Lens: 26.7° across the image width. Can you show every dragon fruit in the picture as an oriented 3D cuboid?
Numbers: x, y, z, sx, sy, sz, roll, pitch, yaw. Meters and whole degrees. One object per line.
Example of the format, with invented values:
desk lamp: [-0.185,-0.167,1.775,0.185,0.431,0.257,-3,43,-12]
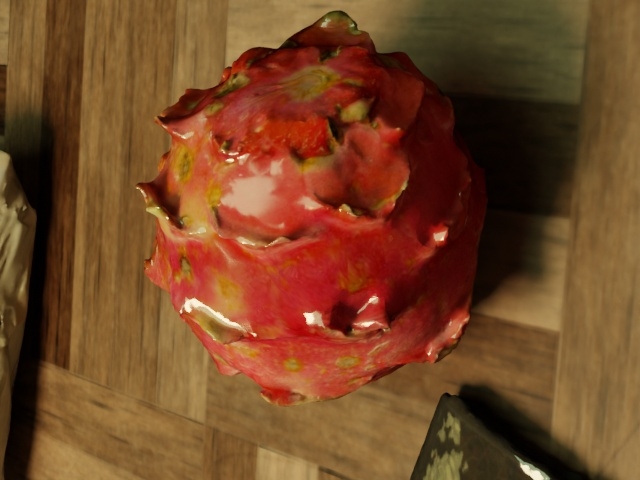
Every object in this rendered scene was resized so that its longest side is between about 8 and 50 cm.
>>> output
dragon fruit: [0.000,0.000,0.803,0.210,0.205,0.268,48,162,17]

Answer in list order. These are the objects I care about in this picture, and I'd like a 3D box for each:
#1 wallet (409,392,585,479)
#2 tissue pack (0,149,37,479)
wallet: [0.081,0.268,0.830,0.170,0.044,0.321,37,117,43]
tissue pack: [-0.412,0.092,1.278,0.390,0.195,0.375,-3,77,48]
